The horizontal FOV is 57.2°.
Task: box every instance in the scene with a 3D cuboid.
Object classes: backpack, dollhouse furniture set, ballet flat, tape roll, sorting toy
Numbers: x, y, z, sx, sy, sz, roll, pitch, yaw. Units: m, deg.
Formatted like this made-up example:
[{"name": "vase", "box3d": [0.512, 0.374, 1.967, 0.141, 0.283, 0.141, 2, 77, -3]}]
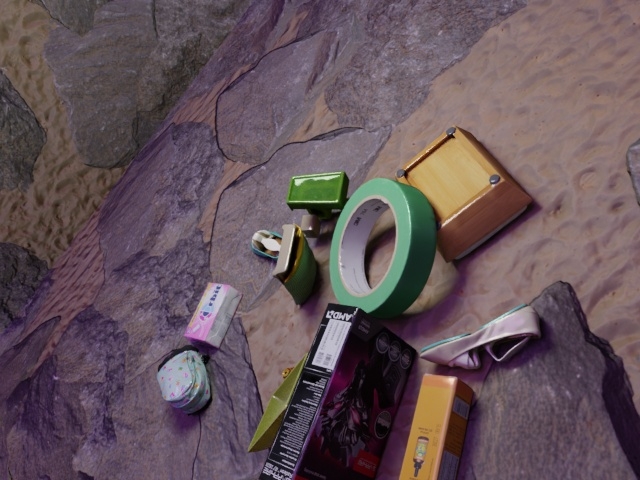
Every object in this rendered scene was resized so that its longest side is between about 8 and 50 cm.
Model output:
[{"name": "backpack", "box3d": [-0.380, 0.393, 1.627, 0.152, 0.115, 0.182, -43, 42, 6]}, {"name": "dollhouse furniture set", "box3d": [0.000, 0.000, 1.533, 0.151, 0.197, 0.301, 0, 63, 21]}, {"name": "ballet flat", "box3d": [0.314, 0.207, 1.147, 0.248, 0.086, 0.086, -30, 44, 22]}, {"name": "ballet flat", "box3d": [-0.150, 0.007, 1.728, 0.247, 0.087, 0.083, 19, 75, 49]}, {"name": "tape roll", "box3d": [0.135, 0.018, 1.361, 0.321, 0.077, 0.321, -32, 53, 54]}, {"name": "sorting toy", "box3d": [-0.055, 0.315, 1.434, 0.102, 0.042, 0.061, -45, 40, 7]}]

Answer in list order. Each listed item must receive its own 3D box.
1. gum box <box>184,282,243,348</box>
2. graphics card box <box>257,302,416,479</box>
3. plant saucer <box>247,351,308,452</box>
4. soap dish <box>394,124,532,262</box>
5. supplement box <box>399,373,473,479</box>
[{"name": "gum box", "box3d": [-0.319, 0.225, 1.739, 0.107, 0.062, 0.188, 2, 62, 44]}, {"name": "graphics card box", "box3d": [0.047, 0.339, 1.171, 0.094, 0.233, 0.371, 1, 60, 45]}, {"name": "plant saucer", "box3d": [-0.079, 0.376, 1.332, 0.188, 0.045, 0.188, -55, 4, 32]}, {"name": "soap dish", "box3d": [0.313, -0.120, 1.364, 0.229, 0.118, 0.291, -39, 42, 14]}, {"name": "supplement box", "box3d": [0.218, 0.376, 1.103, 0.078, 0.080, 0.233, -4, 57, 43]}]
